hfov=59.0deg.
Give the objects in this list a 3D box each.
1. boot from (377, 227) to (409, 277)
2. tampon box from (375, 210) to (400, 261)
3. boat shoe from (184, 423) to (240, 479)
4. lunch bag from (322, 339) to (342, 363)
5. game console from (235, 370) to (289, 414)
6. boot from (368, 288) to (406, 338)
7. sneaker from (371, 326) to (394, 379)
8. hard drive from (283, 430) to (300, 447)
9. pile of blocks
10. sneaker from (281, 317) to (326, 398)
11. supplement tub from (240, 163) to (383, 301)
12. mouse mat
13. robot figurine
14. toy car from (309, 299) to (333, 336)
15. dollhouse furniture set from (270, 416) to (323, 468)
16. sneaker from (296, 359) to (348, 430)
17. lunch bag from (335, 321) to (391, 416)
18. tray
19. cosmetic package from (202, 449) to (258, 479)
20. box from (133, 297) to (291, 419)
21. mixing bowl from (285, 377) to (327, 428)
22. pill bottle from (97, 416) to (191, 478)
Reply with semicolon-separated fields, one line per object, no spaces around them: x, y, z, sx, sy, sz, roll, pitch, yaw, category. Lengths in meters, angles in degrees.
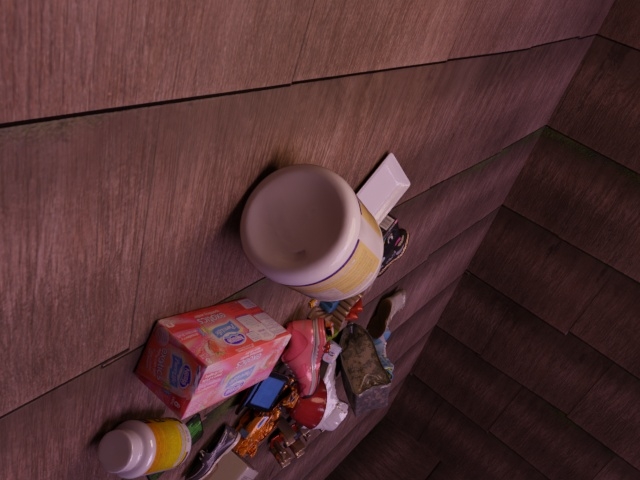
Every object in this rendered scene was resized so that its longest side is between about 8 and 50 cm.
0.217;0.032;1.898;0.197;0.077;0.137;-56;152;1;boot
0.159;-0.014;1.671;0.120;0.101;0.161;-50;157;-10;tampon box
-0.335;0.635;1.690;0.206;0.075;0.065;-43;112;-14;boat shoe
0.026;0.384;1.991;0.071;0.083;0.053;-56;158;6;lunch bag
-0.174;0.464;1.697;0.144;0.085;0.124;-60;173;11;game console
0.291;0.314;2.428;0.165;0.077;0.213;-27;142;-52;boot
0.260;0.504;2.458;0.319;0.208;0.127;-31;147;-45;sneaker
-0.100;0.823;2.434;0.135;0.022;0.094;-60;157;13;hard drive
0.055;0.234;1.801;0.362;0.113;0.149;-58;157;6;pile of blocks
-0.065;0.352;1.720;0.116;0.136;0.313;-93;-170;-57;sneaker
0.000;0.000;1.201;0.241;0.241;0.331;-54;158;-2;supplement tub
-0.389;0.556;1.514;0.190;0.007;0.152;-41;154;-32;mouse mat
-0.174;0.567;1.849;0.291;0.085;0.211;-50;158;-11;robot figurine
0.012;0.232;1.719;0.040;0.060;0.122;-35;117;-36;toy car
-0.091;0.739;2.251;0.259;0.135;0.262;-26;145;-30;dollhouse furniture set
0.035;0.569;2.108;0.169;0.108;0.292;17;97;-24;sneaker
0.143;0.482;2.153;0.169;0.287;0.235;-16;145;-10;lunch bag
0.133;-0.101;1.553;0.270;0.030;0.145;-51;136;-10;tray
-0.349;0.795;1.767;0.296;0.129;0.153;-46;155;-18;cosmetic package
-0.220;0.241;1.217;0.300;0.154;0.142;-9;130;-61;box
-0.064;0.566;2.001;0.098;0.181;0.181;19;110;-25;mixing bowl
-0.382;0.449;1.234;0.117;0.117;0.215;-54;158;-2;pill bottle
